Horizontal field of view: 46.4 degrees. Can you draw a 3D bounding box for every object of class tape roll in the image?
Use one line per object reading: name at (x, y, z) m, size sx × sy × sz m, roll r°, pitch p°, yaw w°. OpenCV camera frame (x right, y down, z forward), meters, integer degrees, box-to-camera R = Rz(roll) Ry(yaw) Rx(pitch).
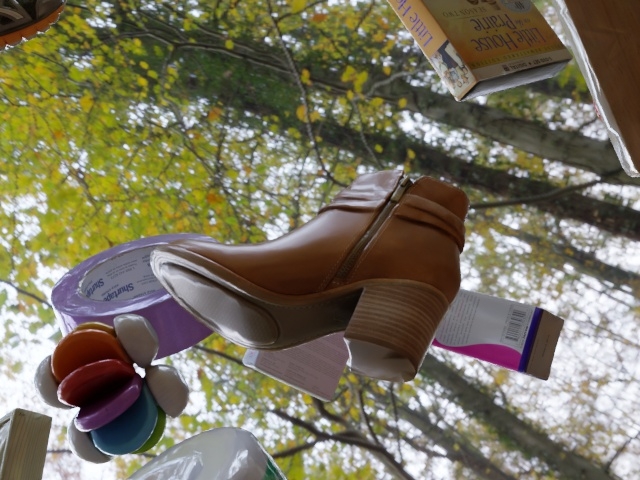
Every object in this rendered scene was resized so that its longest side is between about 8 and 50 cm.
tape roll at (-0.275, 0.085, 1.178) m, size 0.274 × 0.275 × 0.090 m, roll -25°, pitch -63°, yaw -27°

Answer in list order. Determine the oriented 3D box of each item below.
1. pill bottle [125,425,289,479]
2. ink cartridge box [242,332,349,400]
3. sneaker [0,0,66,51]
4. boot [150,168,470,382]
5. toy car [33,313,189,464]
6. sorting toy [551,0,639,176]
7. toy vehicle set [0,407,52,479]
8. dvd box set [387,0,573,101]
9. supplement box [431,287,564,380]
pill bottle at (-0.031, 0.332, 0.522) m, size 0.204 × 0.204 × 0.361 m, roll -37°, pitch -81°, yaw -20°
ink cartridge box at (-0.016, 0.157, 1.382) m, size 0.189 × 0.066 × 0.232 m, roll 32°, pitch -109°, yaw -30°
sneaker at (-0.346, -0.212, 0.717) m, size 0.215 × 0.084 × 0.083 m, roll -34°, pitch -66°, yaw -32°
boot at (0.000, 0.000, 0.732) m, size 0.109 × 0.283 × 0.220 m, roll 82°, pitch -153°, yaw -48°
toy car at (-0.260, 0.186, 0.916) m, size 0.159 × 0.136 × 0.182 m, roll -31°, pitch -88°, yaw -4°
sorting toy at (0.321, -0.219, 0.650) m, size 0.255 × 0.089 × 0.257 m, roll -24°, pitch -88°, yaw -3°
toy vehicle set at (-0.336, 0.274, 0.676) m, size 0.035 × 0.166 × 0.267 m, roll 28°, pitch -46°, yaw -35°
dvd box set at (0.228, -0.444, 1.299) m, size 0.307 × 0.420 × 0.062 m, roll -20°, pitch -16°, yaw -40°
supplement box at (0.287, 0.154, 1.292) m, size 0.114 × 0.220 × 0.111 m, roll 24°, pitch -98°, yaw -50°
